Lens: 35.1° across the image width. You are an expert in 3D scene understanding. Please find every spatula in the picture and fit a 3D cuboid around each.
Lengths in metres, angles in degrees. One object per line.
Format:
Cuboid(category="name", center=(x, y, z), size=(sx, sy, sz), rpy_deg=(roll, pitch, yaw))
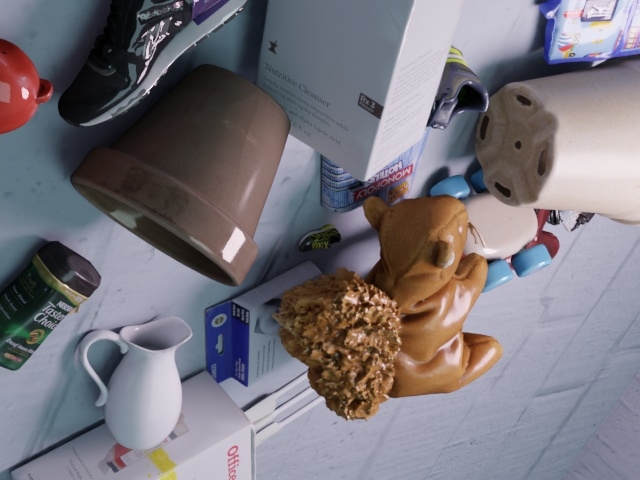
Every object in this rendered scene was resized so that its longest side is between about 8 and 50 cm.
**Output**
Cuboid(category="spatula", center=(-0.060, 0.333, 2.072), size=(0.242, 0.019, 0.168), rpy_deg=(-30, 143, -21))

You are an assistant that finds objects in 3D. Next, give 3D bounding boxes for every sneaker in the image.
Cuboid(category="sneaker", center=(0.000, 0.000, 1.764), size=(0.083, 0.035, 0.031), rpy_deg=(-29, 142, -23))
Cuboid(category="sneaker", center=(0.147, -0.228, 1.600), size=(0.300, 0.121, 0.111), rpy_deg=(-22, 140, -31))
Cuboid(category="sneaker", center=(-0.224, -0.264, 1.212), size=(0.283, 0.107, 0.124), rpy_deg=(-44, 130, -6))

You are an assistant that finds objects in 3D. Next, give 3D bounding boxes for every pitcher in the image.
Cuboid(category="pitcher", center=(-0.306, 0.230, 1.627), size=(0.177, 0.125, 0.207), rpy_deg=(2, 117, -23))

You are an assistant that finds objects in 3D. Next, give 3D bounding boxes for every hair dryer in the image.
Cuboid(category="hair dryer", center=(0.469, -0.039, 2.217), size=(0.293, 0.080, 0.223), rpy_deg=(-48, 131, -6))

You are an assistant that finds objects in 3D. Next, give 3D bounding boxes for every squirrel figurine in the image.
Cuboid(category="squirrel figurine", center=(0.124, 0.107, 1.723), size=(0.397, 0.281, 0.370), rpy_deg=(-33, 149, -26))

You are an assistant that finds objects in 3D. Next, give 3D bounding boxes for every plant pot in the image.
Cuboid(category="plant pot", center=(-0.159, -0.101, 1.332), size=(0.229, 0.263, 0.263), rpy_deg=(-59, 148, -10))
Cuboid(category="plant pot", center=(0.468, -0.182, 1.857), size=(0.305, 0.334, 0.334), rpy_deg=(-5, 131, -30))

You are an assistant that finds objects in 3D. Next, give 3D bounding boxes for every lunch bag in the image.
Cuboid(category="lunch bag", center=(0.512, -0.440, 1.791), size=(0.293, 0.138, 0.221), rpy_deg=(-16, 139, -19))

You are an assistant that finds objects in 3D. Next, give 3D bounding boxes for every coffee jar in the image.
Cuboid(category="coffee jar", center=(-0.394, 0.088, 1.398), size=(0.184, 0.079, 0.096), rpy_deg=(-46, 147, 0))

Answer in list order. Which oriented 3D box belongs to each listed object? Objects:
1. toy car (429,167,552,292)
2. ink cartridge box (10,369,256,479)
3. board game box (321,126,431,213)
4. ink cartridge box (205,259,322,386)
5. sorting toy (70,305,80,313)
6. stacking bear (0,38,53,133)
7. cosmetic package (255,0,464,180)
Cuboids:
Cuboid(category="toy car", center=(0.286, 0.006, 1.980), size=(0.210, 0.219, 0.238), rpy_deg=(-18, 166, -34))
Cuboid(category="ink cartridge box", center=(-0.316, 0.440, 1.783), size=(0.384, 0.160, 0.279), rpy_deg=(-26, 142, -27))
Cuboid(category="board game box", center=(0.095, -0.117, 1.720), size=(0.194, 0.060, 0.194), rpy_deg=(-28, 142, -24))
Cuboid(category="ink cartridge box", center=(-0.100, 0.164, 1.823), size=(0.224, 0.045, 0.223), rpy_deg=(-26, 142, -26))
Cuboid(category="sorting toy", center=(-0.371, 0.080, 1.473), size=(0.062, 0.012, 0.083), rpy_deg=(-9, 132, -42))
Cuboid(category="stacking bear", center=(-0.430, -0.121, 1.077), size=(0.289, 0.175, 0.164), rpy_deg=(-37, 144, -25))
Cuboid(category="cosmetic package", center=(0.055, -0.296, 1.305), size=(0.156, 0.217, 0.385), rpy_deg=(-39, 153, -38))
